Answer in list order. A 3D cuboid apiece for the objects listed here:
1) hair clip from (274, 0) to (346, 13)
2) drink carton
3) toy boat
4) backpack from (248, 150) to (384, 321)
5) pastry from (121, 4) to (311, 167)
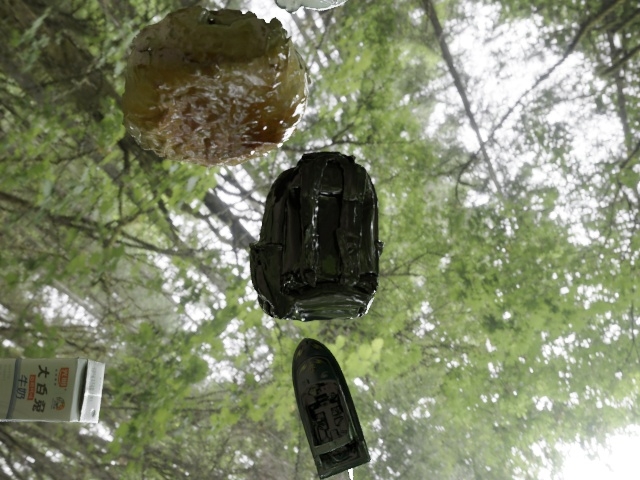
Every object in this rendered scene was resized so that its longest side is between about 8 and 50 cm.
[{"bbox_3d":[0.040,-0.396,0.864,0.054,0.140,0.220,52,-59,22],"label":"hair clip"},{"bbox_3d":[-0.614,0.313,1.317,0.315,0.106,0.130,-4,-107,15],"label":"drink carton"},{"bbox_3d":[0.008,0.272,1.053,0.093,0.103,0.246,-22,-120,5],"label":"toy boat"},{"bbox_3d":[0.000,0.000,0.915,0.133,0.206,0.258,-161,-107,-66],"label":"backpack"},{"bbox_3d":[-0.139,-0.200,0.853,0.257,0.236,0.120,-7,-117,-6],"label":"pastry"}]
